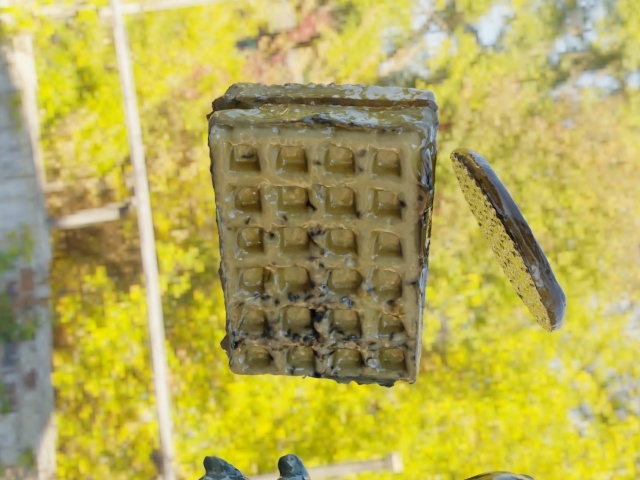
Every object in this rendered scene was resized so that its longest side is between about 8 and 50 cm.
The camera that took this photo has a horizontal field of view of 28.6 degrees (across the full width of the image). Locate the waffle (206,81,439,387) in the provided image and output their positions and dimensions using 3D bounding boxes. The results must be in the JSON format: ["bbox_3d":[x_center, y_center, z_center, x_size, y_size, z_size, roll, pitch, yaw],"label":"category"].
[{"bbox_3d":[0.000,0.000,1.480,0.114,0.261,0.376,-86,177,-55],"label":"waffle"}]

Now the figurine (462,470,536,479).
[{"bbox_3d":[0.097,0.205,0.522,0.228,0.215,0.215,61,-11,26],"label":"figurine"}]

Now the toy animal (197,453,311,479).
[{"bbox_3d":[-0.048,0.275,0.931,0.138,0.108,0.236,50,33,-47],"label":"toy animal"}]

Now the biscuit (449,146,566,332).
[{"bbox_3d":[0.233,-0.004,1.541,0.262,0.037,0.262,62,1,-1],"label":"biscuit"}]
